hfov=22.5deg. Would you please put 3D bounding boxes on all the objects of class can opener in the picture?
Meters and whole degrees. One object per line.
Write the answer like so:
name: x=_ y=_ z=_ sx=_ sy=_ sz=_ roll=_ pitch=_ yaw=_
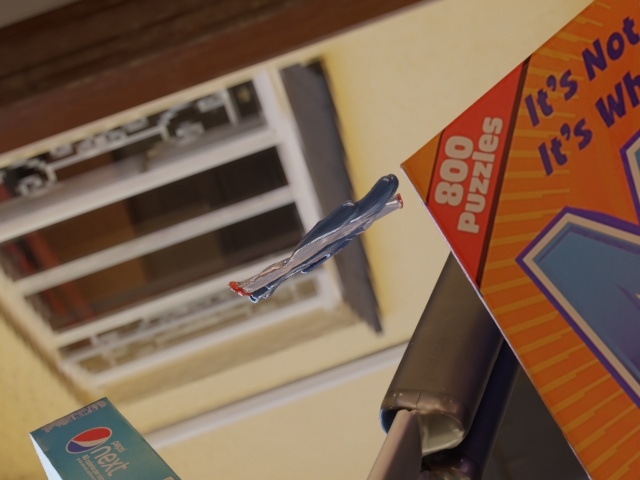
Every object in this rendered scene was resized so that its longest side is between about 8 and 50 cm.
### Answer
can opener: x=0.036 y=0.093 z=0.818 sx=0.283 sy=0.095 sz=0.076 roll=-61 pitch=-33 yaw=-49

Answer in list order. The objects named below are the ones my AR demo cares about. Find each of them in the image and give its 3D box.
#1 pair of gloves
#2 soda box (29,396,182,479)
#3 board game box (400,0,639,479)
pair of gloves: x=0.000 y=0.000 z=1.320 sx=0.023 sy=0.159 sz=0.198 roll=57 pitch=-178 yaw=5
soda box: x=-0.142 y=0.183 z=1.142 sx=0.210 sy=0.067 sz=0.071 roll=29 pitch=141 yaw=65
board game box: x=0.333 y=0.023 z=0.759 sx=0.356 sy=0.356 sz=0.356 roll=15 pitch=-140 yaw=-55
